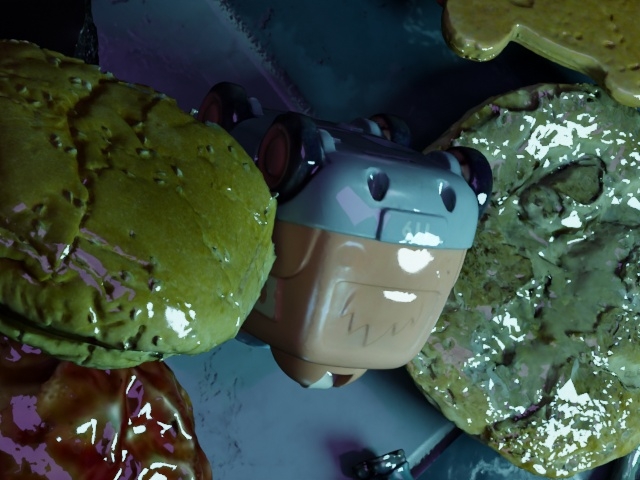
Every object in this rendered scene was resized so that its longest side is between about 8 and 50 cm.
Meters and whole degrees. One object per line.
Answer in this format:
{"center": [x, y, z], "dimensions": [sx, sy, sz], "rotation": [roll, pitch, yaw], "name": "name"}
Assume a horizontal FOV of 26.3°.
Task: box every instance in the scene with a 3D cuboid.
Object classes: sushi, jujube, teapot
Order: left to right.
{"center": [-0.259, 0.134, 1.058], "dimensions": [0.276, 0.276, 0.377], "rotation": [-35, 80, -20], "name": "jujube"}
{"center": [-0.242, -0.119, 1.144], "dimensions": [0.153, 0.150, 0.172], "rotation": [-13, 49, -14], "name": "sushi"}
{"center": [0.292, 0.247, 1.346], "dimensions": [0.043, 0.043, 0.111], "rotation": [23, 74, -15], "name": "teapot"}

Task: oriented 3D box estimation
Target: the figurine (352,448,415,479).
{"center": [0.079, 0.269, 1.256], "dimensions": [0.087, 0.086, 0.149], "rotation": [-9, 74, -44], "name": "figurine"}

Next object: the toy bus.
{"center": [0.000, 0.000, 1.162], "dimensions": [0.194, 0.287, 0.232], "rotation": [5, 102, -30], "name": "toy bus"}

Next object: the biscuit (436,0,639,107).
{"center": [0.184, -0.257, 1.345], "dimensions": [0.339, 0.047, 0.216], "rotation": [16, 62, -6], "name": "biscuit"}

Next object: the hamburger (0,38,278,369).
{"center": [-0.175, -0.012, 0.947], "dimensions": [0.309, 0.132, 0.211], "rotation": [28, 36, -13], "name": "hamburger"}

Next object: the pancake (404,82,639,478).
{"center": [0.229, 0.035, 1.326], "dimensions": [0.387, 0.082, 0.387], "rotation": [4, 79, -21], "name": "pancake"}
